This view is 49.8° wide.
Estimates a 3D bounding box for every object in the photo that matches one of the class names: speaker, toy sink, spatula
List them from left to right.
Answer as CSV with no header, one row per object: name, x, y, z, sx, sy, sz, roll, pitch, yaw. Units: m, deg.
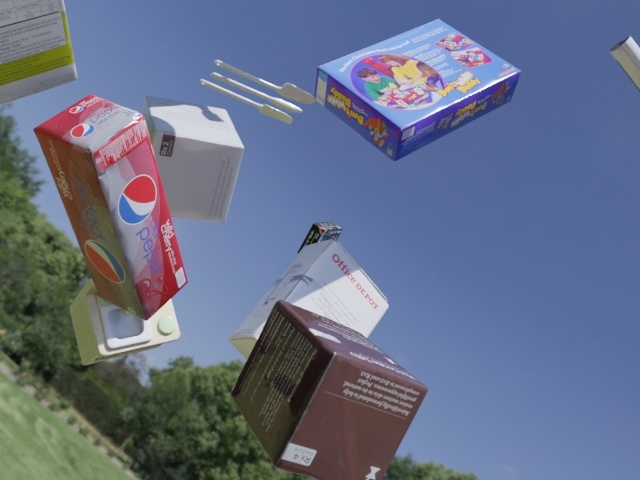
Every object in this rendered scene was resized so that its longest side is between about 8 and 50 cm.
toy sink,-0.360,0.146,1.285,0.234,0.152,0.131,-33,-109,56
spatula,-0.146,-0.341,1.573,0.242,0.019,0.168,21,-16,-20
speaker,0.717,-0.395,1.562,0.136,0.055,0.055,49,-23,-7

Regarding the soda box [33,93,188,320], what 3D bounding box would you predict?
soda box,-0.238,-0.032,0.815,0.092,0.083,0.263,23,-42,26

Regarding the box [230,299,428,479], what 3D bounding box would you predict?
box,0.004,0.213,0.968,0.168,0.167,0.203,26,3,-29

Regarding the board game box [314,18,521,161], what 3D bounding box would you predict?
board game box,0.195,-0.311,1.374,0.233,0.347,0.078,44,-34,28

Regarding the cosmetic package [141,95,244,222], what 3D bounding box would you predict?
cosmetic package,-0.237,-0.143,1.205,0.184,0.151,0.151,-119,-139,-54

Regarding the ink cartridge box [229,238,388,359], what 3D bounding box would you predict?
ink cartridge box,-0.017,0.169,1.429,0.207,0.283,0.117,50,-32,-18

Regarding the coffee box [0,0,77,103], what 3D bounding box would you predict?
coffee box,-0.724,-0.476,1.331,0.337,0.338,0.334,41,-36,30

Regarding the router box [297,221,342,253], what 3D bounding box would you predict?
router box,0.000,0.000,1.795,0.038,0.092,0.122,36,17,20
